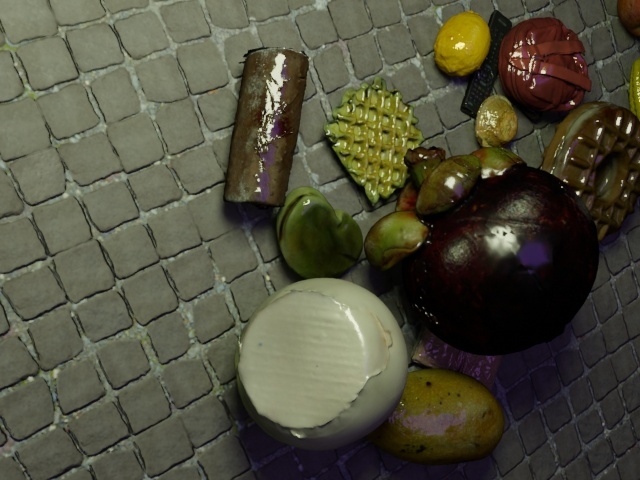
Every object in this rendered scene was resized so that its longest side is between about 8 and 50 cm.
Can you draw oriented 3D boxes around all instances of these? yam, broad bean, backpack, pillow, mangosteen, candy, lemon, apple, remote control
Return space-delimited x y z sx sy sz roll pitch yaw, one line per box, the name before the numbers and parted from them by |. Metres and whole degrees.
yam | -0.097 -0.196 1.289 0.131 0.131 0.279 10 87 -28
broad bean | -0.001 -0.001 1.347 0.153 0.072 0.206 -37 121 -6
backpack | 0.480 -0.381 1.586 0.229 0.139 0.229 -1 92 -33
pillow | 0.297 0.236 1.541 0.232 0.043 0.126 26 82 -28
mangosteen | 0.309 0.021 1.363 0.421 0.381 0.381 34 74 -24
candy | 0.810 -0.352 1.792 0.106 0.094 0.199 -14 89 -26
lemon | 0.295 -0.408 1.506 0.114 0.114 0.155 37 66 -23
apple | 0.810 -0.577 1.740 0.188 0.188 0.174 27 82 -25
remote control | 0.364 -0.385 1.591 0.063 0.025 0.245 26 77 -26

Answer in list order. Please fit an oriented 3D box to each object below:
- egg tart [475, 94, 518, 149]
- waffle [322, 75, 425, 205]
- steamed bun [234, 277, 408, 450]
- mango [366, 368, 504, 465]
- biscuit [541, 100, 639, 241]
egg tart | 0.386 -0.251 1.574 0.129 0.049 0.129 -9 105 -36
waffle | 0.112 -0.204 1.439 0.204 0.054 0.223 -43 110 -22
steamed bun | 0.015 0.216 1.276 0.309 0.309 0.309 0 89 -28
mango | 0.211 0.347 1.428 0.329 0.175 0.176 7 42 -28
biscuit | 0.619 -0.152 1.643 0.332 0.103 0.332 -13 113 -33
